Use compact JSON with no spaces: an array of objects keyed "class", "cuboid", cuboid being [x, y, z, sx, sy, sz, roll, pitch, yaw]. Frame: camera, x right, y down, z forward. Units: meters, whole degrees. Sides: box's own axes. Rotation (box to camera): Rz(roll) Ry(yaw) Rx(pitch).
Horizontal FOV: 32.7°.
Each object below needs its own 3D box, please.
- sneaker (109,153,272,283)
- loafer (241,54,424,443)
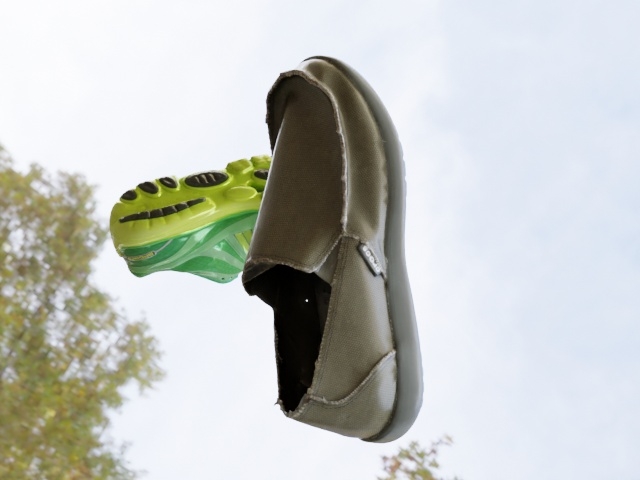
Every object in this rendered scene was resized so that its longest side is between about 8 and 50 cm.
[{"class":"sneaker","cuboid":[-0.094,-0.022,1.260,0.295,0.123,0.109,-7,-132,-13]},{"class":"loafer","cuboid":[0.000,0.000,0.669,0.094,0.087,0.251,-33,-118,52]}]
